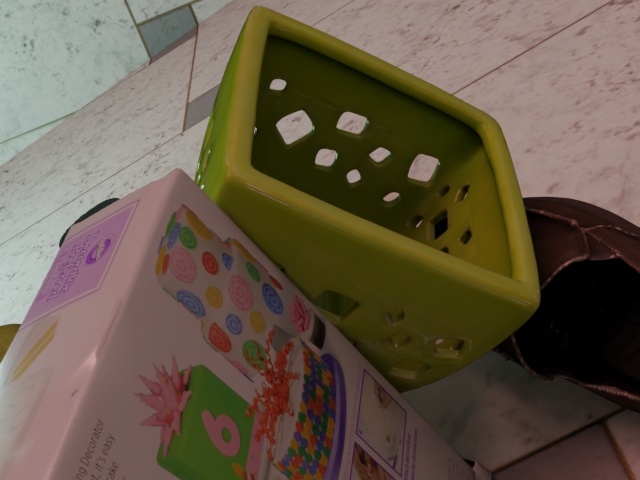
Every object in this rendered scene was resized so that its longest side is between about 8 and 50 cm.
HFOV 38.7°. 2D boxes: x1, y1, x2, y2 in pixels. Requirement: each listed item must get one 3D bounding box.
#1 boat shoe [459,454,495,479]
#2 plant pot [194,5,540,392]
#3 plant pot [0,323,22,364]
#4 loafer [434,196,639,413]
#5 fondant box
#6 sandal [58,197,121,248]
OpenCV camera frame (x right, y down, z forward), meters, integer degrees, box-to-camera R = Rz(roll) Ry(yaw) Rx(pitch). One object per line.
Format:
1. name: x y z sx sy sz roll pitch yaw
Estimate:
1. boat shoe: 0.084 0.175 0.699 0.100 0.035 0.035 -3 41 46
2. plant pot: 0.000 0.000 0.677 0.207 0.227 0.228 -56 20 34
3. plant pot: -0.160 0.158 0.802 0.254 0.276 0.276 -22 28 1
4. loafer: 0.179 0.036 0.660 0.366 0.130 0.134 16 98 56
5. fondant box: -0.035 0.158 0.515 0.096 0.330 0.238 -23 34 29
6. sandal: -0.317 0.002 1.358 0.167 0.107 0.446 -44 28 -16
